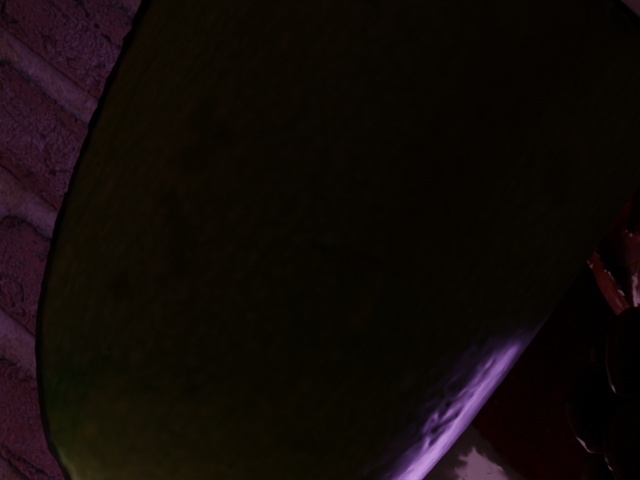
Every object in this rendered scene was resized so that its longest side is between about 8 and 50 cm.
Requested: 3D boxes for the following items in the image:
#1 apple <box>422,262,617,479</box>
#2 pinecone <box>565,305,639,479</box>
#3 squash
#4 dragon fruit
[{"bbox_3d":[0.145,0.052,1.076,0.317,0.288,0.288,45,-173,15],"label":"apple"},{"bbox_3d":[0.215,0.082,0.782,0.207,0.208,0.208,36,-175,-3],"label":"pinecone"},{"bbox_3d":[0.000,0.000,0.807,0.233,0.309,0.210,33,-174,-31],"label":"squash"},{"bbox_3d":[0.189,0.006,0.898,0.112,0.126,0.068,-9,-176,-10],"label":"dragon fruit"}]
